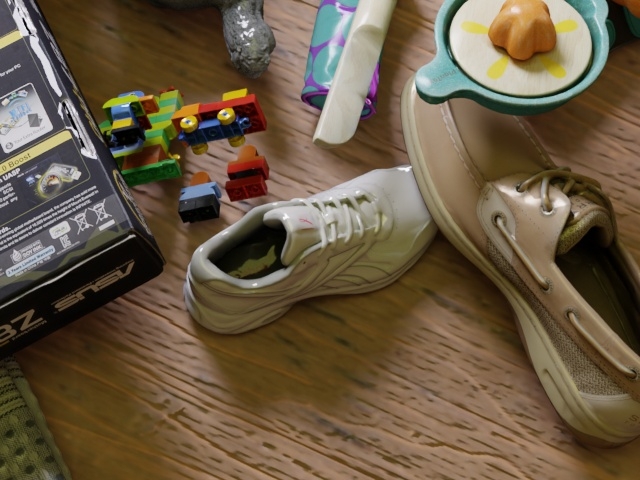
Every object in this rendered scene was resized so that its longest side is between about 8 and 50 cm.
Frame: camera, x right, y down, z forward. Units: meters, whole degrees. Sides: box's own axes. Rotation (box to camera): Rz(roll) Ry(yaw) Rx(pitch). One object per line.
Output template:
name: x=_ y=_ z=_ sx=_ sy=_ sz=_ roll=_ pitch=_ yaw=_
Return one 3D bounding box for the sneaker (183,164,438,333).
sneaker: x=0.000 y=0.000 z=1.488 sx=0.232 sy=0.115 sz=0.090 roll=-26 pitch=74 yaw=-8

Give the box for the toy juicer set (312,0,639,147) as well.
toy juicer set: x=0.149 y=-0.182 z=1.465 sx=0.329 sy=0.089 sz=0.209 roll=-4 pitch=56 yaw=-5

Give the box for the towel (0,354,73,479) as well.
towel: x=-0.367 y=0.179 z=1.455 sx=0.312 sy=0.056 sz=0.324 roll=-30 pitch=66 yaw=-6

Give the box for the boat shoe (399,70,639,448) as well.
boat shoe: x=0.185 y=-0.008 z=1.473 sx=0.122 sy=0.110 sz=0.341 roll=-22 pitch=77 yaw=-41

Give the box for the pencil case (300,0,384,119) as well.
pencil case: x=0.031 y=-0.178 z=1.572 sx=0.070 sy=0.064 sz=0.151 roll=4 pitch=71 yaw=28

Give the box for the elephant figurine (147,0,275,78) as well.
elephant figurine: x=-0.130 y=-0.269 z=1.557 sx=0.186 sy=0.169 sz=0.239 roll=2 pitch=76 yaw=47

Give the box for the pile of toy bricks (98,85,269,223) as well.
pile of toy bricks: x=-0.139 y=-0.087 z=1.537 sx=0.212 sy=0.118 sz=0.105 roll=-10 pitch=43 yaw=14

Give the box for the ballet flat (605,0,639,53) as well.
ballet flat: x=0.238 y=-0.192 z=1.578 sx=0.213 sy=0.072 sz=0.068 roll=-34 pitch=45 yaw=-12

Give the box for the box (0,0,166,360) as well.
box: x=-0.360 y=-0.023 z=1.444 sx=0.395 sy=0.097 sz=0.318 roll=-30 pitch=67 yaw=1
